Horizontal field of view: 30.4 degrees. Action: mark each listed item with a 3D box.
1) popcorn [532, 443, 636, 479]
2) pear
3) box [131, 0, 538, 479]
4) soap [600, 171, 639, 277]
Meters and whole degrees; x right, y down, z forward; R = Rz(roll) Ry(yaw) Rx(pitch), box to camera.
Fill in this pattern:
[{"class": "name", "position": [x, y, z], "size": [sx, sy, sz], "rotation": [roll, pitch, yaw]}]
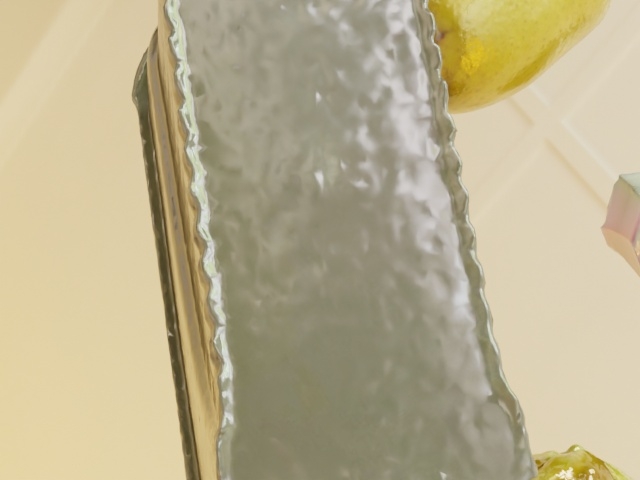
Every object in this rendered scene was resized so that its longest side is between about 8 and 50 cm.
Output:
[{"class": "popcorn", "position": [0.187, 0.295, 0.957], "size": [0.249, 0.249, 0.225], "rotation": [-44, -109, 27]}, {"class": "pear", "position": [0.116, -0.199, 1.052], "size": [0.267, 0.267, 0.178], "rotation": [0, -120, 44]}, {"class": "box", "position": [0.000, 0.000, 0.475], "size": [0.178, 0.138, 0.274], "rotation": [105, -25, -74]}, {"class": "soap", "position": [0.459, 0.021, 1.223], "size": [0.109, 0.323, 0.193], "rotation": [-90, -168, -68]}]
